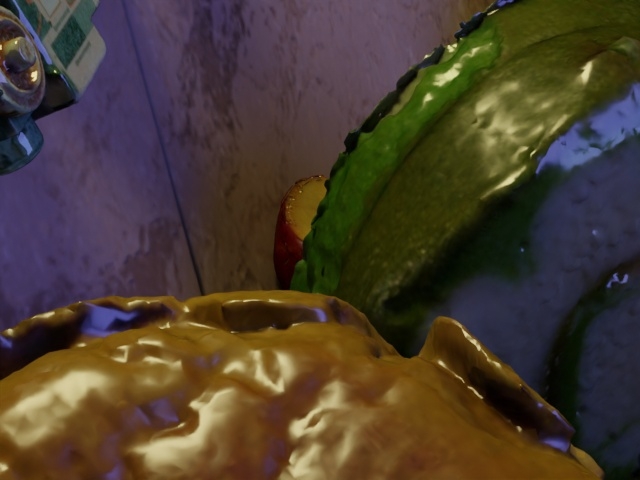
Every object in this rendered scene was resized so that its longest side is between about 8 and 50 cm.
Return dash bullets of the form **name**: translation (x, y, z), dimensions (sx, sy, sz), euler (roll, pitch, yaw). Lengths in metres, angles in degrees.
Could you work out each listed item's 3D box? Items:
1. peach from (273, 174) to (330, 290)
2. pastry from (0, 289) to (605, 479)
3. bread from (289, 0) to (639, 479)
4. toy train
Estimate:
- **peach**: translation (0.000, 0.000, 0.943), dimensions (0.077, 0.050, 0.083), euler (54, 40, -75)
- **pastry**: translation (-0.014, 0.170, 0.608), dimensions (0.164, 0.356, 0.356), euler (110, -1, -48)
- **bread**: translation (0.161, 0.025, 0.927), dimensions (0.382, 0.129, 0.366), euler (-34, 137, -14)
- **toy train**: translation (-0.164, -0.121, 0.678), dimensions (0.194, 0.080, 0.125), euler (60, 24, -25)
